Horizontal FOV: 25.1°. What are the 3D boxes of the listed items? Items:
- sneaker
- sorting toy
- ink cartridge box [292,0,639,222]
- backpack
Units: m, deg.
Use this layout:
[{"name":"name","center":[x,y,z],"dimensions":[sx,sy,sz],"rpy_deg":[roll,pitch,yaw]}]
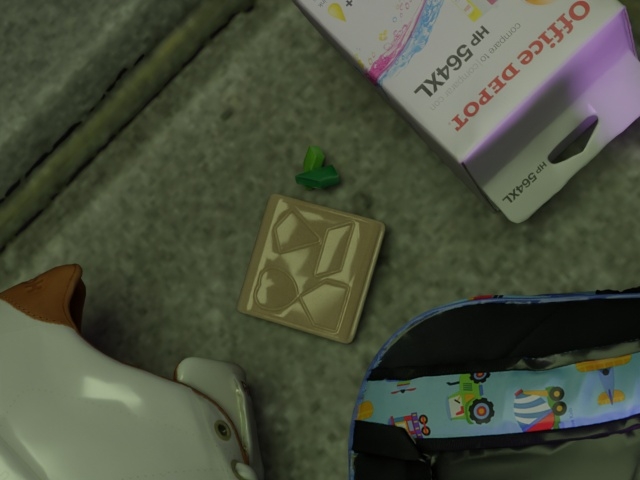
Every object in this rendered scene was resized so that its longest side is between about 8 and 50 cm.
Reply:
[{"name":"sneaker","center":[-0.045,0.123,0.594],"dimensions":[0.123,0.106,0.290],"rpy_deg":[-42,80,-18]},{"name":"sorting toy","center":[0.000,0.000,0.653],"dimensions":[0.062,0.012,0.083],"rpy_deg":[15,87,24]},{"name":"ink cartridge box","center":[0.065,-0.087,0.611],"dimensions":[0.092,0.090,0.143],"rpy_deg":[-44,70,4]},{"name":"backpack","center":[0.102,0.097,0.547],"dimensions":[0.173,0.117,0.158],"rpy_deg":[-2,78,16]}]
